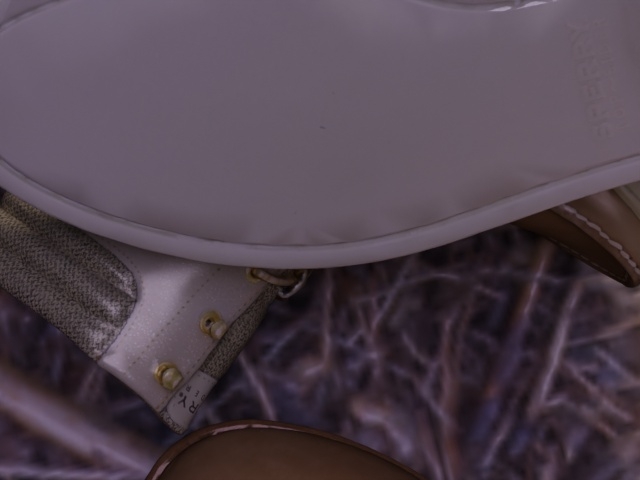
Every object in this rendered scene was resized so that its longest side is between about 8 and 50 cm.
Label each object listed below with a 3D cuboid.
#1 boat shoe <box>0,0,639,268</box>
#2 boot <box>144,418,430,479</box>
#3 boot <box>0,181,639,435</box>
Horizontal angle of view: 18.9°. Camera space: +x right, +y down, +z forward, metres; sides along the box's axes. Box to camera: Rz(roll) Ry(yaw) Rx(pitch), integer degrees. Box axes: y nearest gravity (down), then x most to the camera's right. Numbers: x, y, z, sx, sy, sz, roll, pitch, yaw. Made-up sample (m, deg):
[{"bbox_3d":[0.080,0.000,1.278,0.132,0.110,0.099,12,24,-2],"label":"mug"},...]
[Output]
[{"bbox_3d":[0.043,-0.071,0.605,0.320,0.099,0.116,-8,121,7],"label":"boat shoe"},{"bbox_3d":[0.050,0.106,0.537,0.236,0.269,0.089,26,78,4],"label":"boot"},{"bbox_3d":[0.000,0.000,0.660,0.213,0.077,0.165,31,80,7],"label":"boot"}]
